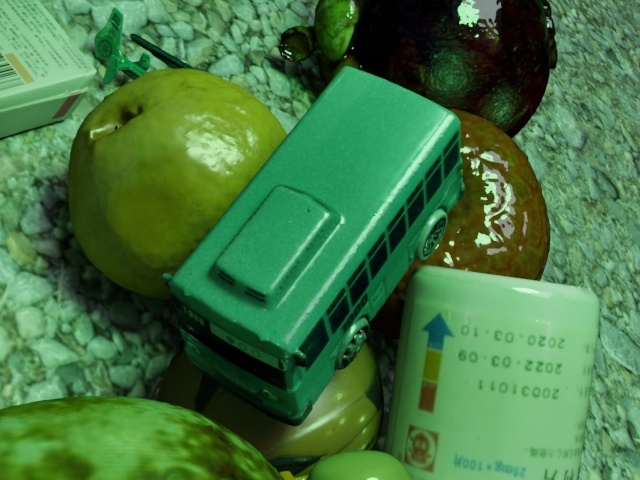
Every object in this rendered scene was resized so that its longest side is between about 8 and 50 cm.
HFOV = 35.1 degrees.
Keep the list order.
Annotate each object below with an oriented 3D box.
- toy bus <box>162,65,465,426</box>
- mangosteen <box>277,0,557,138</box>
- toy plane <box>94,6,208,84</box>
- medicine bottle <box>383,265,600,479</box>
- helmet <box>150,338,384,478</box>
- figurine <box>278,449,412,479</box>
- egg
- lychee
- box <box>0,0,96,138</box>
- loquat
[{"bbox_3d":[0.000,0.000,0.794,0.128,0.147,0.256,28,66,22],"label":"toy bus"},{"bbox_3d":[0.144,-0.242,1.281,0.311,0.311,0.311,25,42,-24],"label":"mangosteen"},{"bbox_3d":[-0.154,-0.149,1.060,0.235,0.096,0.060,35,32,16],"label":"toy plane"},{"bbox_3d":[0.140,0.173,0.873,0.170,0.170,0.292,10,88,-37],"label":"medicine bottle"},{"bbox_3d":[-0.030,0.135,0.882,0.198,0.130,0.224,50,39,12],"label":"helmet"},{"bbox_3d":[0.040,0.288,0.746,0.180,0.154,0.262,33,45,-72],"label":"figurine"},{"bbox_3d":[-0.140,0.212,0.620,0.289,0.238,0.238,20,44,-24],"label":"egg"},{"bbox_3d":[0.119,-0.013,1.061,0.300,0.255,0.255,37,29,-55],"label":"lychee"},{"bbox_3d":[-0.328,-0.194,0.951,0.199,0.081,0.135,52,37,6],"label":"box"},{"bbox_3d":[-0.125,-0.049,0.903,0.208,0.208,0.208,25,42,-24],"label":"loquat"}]
